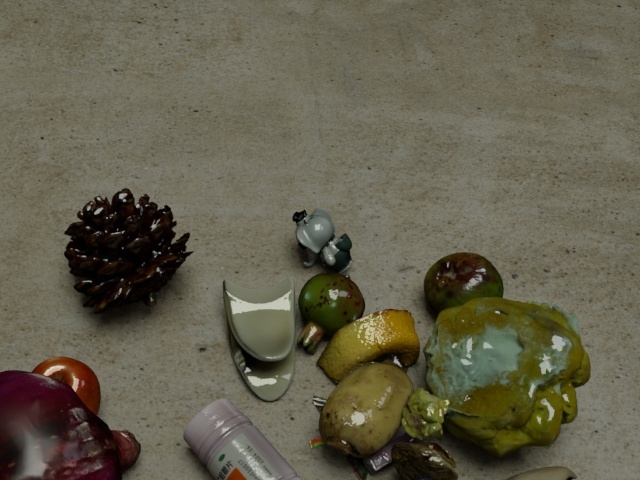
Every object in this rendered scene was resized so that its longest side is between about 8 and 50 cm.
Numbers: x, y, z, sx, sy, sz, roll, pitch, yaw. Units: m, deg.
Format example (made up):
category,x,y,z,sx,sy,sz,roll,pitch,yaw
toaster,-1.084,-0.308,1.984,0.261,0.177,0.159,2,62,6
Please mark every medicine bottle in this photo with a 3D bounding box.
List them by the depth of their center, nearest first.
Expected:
category,x,y,z,sx,sy,sz,roll,pitch,yaw
medicine bottle,-0.153,0.446,1.681,0.133,0.133,0.249,-29,60,-31

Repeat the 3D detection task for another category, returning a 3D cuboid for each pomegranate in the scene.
category,x,y,z,sx,sy,sz,roll,pitch,yaw
pomegranate,0.016,0.169,1.967,0.159,0.159,0.205,30,76,16

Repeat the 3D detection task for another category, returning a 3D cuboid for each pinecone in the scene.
category,x,y,z,sx,sy,sz,roll,pitch,yaw
pinecone,-0.450,0.015,1.939,0.298,0.242,0.296,-28,61,-24

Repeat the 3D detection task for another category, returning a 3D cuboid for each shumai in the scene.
category,x,y,z,sx,sy,sz,roll,pitch,yaw
shumai,0.212,0.444,1.702,0.139,0.123,0.105,-2,35,15

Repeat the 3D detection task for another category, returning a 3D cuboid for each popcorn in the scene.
category,x,y,z,sx,sy,sz,roll,pitch,yaw
popcorn,0.217,0.361,1.728,0.089,0.097,0.109,11,36,-42

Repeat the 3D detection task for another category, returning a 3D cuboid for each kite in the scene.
category,x,y,z,sx,sy,sz,roll,pitch,yaw
kite,0.063,0.424,1.824,0.183,0.014,0.241,-14,53,-21

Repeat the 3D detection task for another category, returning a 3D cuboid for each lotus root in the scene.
category,x,y,z,sx,sy,sz,roll,pitch,yaw
lotus root,0.105,0.352,1.792,0.160,0.146,0.284,34,48,9

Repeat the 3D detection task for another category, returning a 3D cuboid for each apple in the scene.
category,x,y,z,sx,sy,sz,roll,pitch,yaw
apple,-0.531,0.319,1.718,0.163,0.139,0.163,7,46,-8

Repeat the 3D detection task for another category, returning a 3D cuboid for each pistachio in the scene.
category,x,y,z,sx,sy,sz,roll,pitch,yaw
pistachio,0.432,0.539,1.711,0.237,0.138,0.153,-11,17,-21

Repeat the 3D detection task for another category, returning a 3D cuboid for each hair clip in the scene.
category,x,y,z,sx,sy,sz,roll,pitch,yaw
hair clip,-0.127,0.221,1.917,0.172,0.113,0.282,-2,43,-14

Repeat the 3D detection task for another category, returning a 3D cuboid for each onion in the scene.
category,x,y,z,sx,sy,sz,roll,pitch,yaw
onion,-0.484,0.411,1.528,0.420,0.398,0.398,-12,48,-49

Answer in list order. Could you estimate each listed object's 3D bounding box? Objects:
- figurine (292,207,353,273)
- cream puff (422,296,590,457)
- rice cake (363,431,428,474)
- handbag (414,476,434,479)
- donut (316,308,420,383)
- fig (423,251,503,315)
category,x,y,z,sx,sy,sz,roll,pitch,yaw
figurine,0.000,0.000,2.115,0.192,0.126,0.147,49,38,-9
cream puff,0.423,0.305,1.853,0.378,0.275,0.378,-14,55,20
rice cake,0.181,0.442,1.812,0.206,0.036,0.047,-23,70,-30
handbag,0.129,0.632,1.544,0.329,0.122,0.303,-18,53,-9
donut,0.126,0.232,1.916,0.259,0.152,0.101,-12,52,-20
fig,0.360,0.118,2.060,0.191,0.181,0.181,16,43,-27
